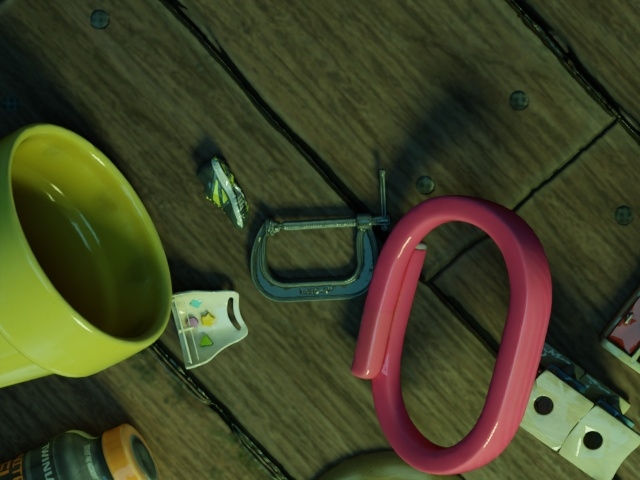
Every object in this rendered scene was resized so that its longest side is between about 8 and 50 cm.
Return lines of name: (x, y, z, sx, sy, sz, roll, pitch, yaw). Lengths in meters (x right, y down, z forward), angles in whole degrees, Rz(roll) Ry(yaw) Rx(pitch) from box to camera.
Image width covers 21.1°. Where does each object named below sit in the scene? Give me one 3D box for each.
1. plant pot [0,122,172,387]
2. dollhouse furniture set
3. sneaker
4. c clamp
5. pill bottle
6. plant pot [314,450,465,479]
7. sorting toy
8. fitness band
plant pot: (-0.322, 0.043, 1.758, 0.239, 0.254, 0.254, -28, 98, 23)
dollhouse furniture set: (0.295, 0.129, 1.786, 0.129, 0.129, 0.183, 35, 102, -4)
sneaker: (-0.104, -0.049, 1.828, 0.035, 0.031, 0.083, -21, 95, 21)
c clamp: (0.000, 0.000, 1.836, 0.161, 0.022, 0.137, -9, 105, 3)
pill bottle: (-0.296, 0.288, 1.850, 0.246, 0.130, 0.130, -27, 98, 7)
plant pot: (0.077, 0.349, 1.891, 0.236, 0.032, 0.236, 1, 100, 3)
sorting toy: (-0.119, 0.087, 1.848, 0.075, 0.045, 0.083, -14, 99, -2)
fitness band: (0.135, 0.097, 1.767, 0.209, 0.054, 0.291, 21, 103, 41)
